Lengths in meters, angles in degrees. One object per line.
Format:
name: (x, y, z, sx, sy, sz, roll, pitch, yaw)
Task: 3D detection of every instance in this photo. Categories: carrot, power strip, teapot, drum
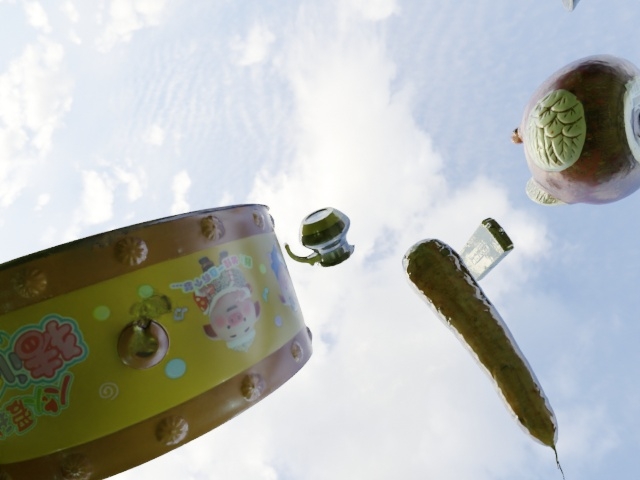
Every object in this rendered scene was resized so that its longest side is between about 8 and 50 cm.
carrot: (0.187, 0.113, 0.488, 0.078, 0.078, 0.298, -40, -131, 16)
power strip: (0.324, 0.018, 0.835, 0.028, 0.169, 0.076, -22, -114, -16)
teapot: (0.000, 0.000, 0.985, 0.165, 0.130, 0.119, -27, -69, -4)
drum: (-0.232, 0.114, 0.573, 0.430, 0.431, 0.214, -19, -91, 23)

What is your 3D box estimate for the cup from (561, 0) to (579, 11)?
cup: (0.426, -0.470, 0.622, 0.149, 0.199, 0.199, -14, -104, 28)

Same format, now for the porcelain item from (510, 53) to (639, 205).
porcelain item: (0.435, -0.180, 0.734, 0.252, 0.253, 0.253, -5, -100, 26)
